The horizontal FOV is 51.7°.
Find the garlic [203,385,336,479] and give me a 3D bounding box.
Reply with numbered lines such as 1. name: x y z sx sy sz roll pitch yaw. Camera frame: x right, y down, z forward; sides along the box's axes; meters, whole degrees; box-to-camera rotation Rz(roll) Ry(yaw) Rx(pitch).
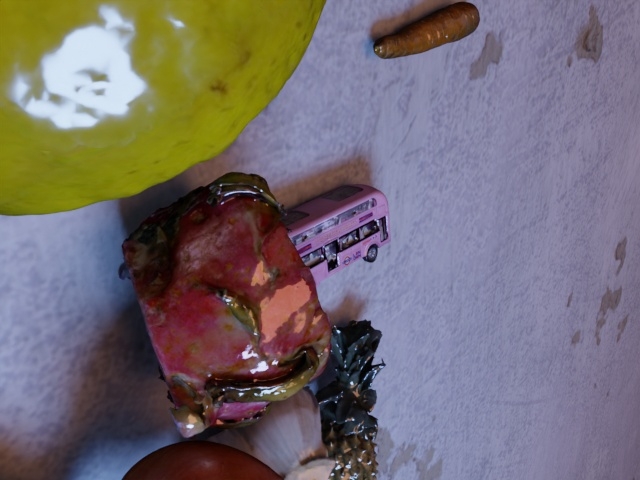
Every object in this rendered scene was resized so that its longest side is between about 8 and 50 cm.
1. garlic: -0.077 0.271 0.721 0.143 0.178 0.229 3 84 -17

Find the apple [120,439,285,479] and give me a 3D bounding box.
1. apple: -0.091 0.264 0.549 0.199 0.199 0.199 -19 118 -42

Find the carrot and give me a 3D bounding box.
1. carrot: 0.127 -0.254 0.807 0.191 0.047 0.047 -28 124 -33

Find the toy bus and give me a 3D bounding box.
1. toy bus: 0.000 0.000 0.749 0.203 0.063 0.090 -28 121 -40

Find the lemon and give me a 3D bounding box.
1. lemon: -0.142 -0.155 0.383 0.285 0.285 0.316 17 92 -49

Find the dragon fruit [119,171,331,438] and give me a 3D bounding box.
1. dragon fruit: -0.094 0.074 0.574 0.147 0.211 0.282 -26 141 -25

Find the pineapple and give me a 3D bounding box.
1. pineapple: 0.029 0.224 0.841 0.125 0.125 0.251 7 91 -48
